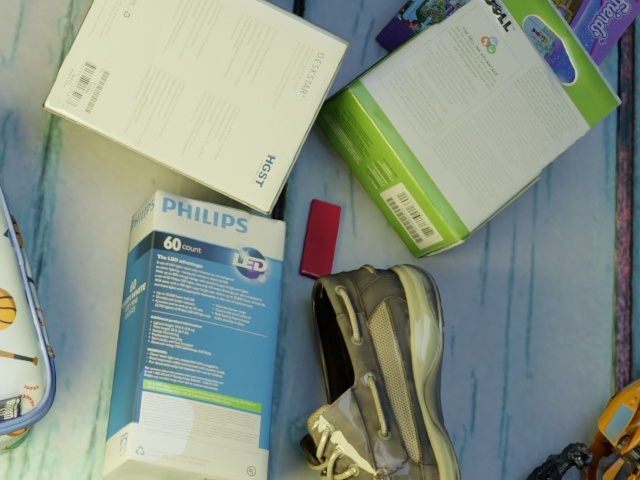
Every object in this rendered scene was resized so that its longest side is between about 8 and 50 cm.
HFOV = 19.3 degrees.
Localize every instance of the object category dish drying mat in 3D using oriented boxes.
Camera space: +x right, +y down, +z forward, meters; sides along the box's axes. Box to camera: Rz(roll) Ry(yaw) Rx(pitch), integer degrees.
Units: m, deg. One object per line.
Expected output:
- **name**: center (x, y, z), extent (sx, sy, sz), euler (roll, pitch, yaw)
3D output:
- **dish drying mat**: center (0.000, 0.000, 1.844), extent (0.032, 0.008, 0.083), euler (19, 63, -18)

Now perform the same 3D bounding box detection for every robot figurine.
- **robot figurine**: center (0.321, 0.252, 1.848), extent (0.211, 0.085, 0.291), euler (42, 57, -3)

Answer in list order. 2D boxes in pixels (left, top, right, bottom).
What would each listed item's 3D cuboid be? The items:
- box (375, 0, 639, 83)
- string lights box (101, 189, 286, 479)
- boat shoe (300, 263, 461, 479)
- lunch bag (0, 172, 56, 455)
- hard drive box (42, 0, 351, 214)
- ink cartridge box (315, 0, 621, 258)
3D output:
- **box**: center (0.217, -0.247, 2.028), extent (0.201, 0.057, 0.293), euler (42, 57, -3)
- **string lights box**: center (-0.112, 0.096, 1.705), extent (0.133, 0.077, 0.259), euler (15, 63, -21)
- **boat shoe**: center (0.045, 0.186, 1.730), extent (0.130, 0.132, 0.355), euler (5, 58, -14)
- **lunch bag**: center (-0.365, 0.059, 1.578), extent (0.243, 0.115, 0.303), euler (-9, 72, -27)
- **hard drive box**: center (-0.117, -0.154, 1.751), extent (0.232, 0.089, 0.181), euler (26, 90, -10)
- **ink cartridge box**: center (0.151, -0.132, 1.893), extent (0.255, 0.097, 0.188), euler (-38, 95, -26)
